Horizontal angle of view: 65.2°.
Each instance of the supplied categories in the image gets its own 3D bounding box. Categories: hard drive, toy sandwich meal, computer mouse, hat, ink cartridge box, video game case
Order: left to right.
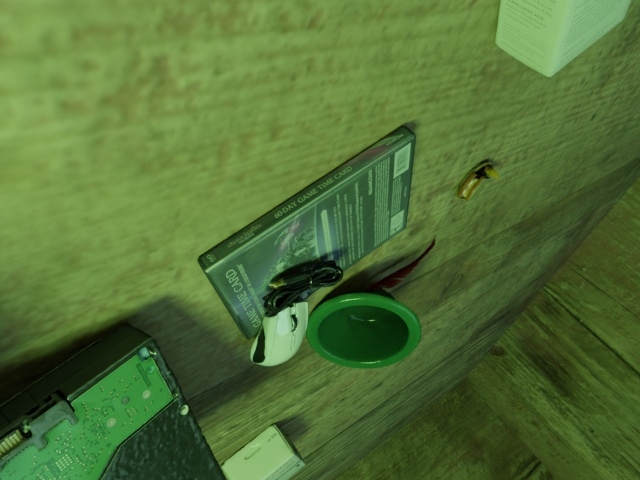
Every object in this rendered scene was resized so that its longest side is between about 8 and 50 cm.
[{"bbox_3d":[-0.211,0.283,0.495,0.237,0.064,0.339,-39,126,-36],"label":"hard drive"},{"bbox_3d":[-0.120,0.499,1.115,0.140,0.082,0.190,-35,154,-13],"label":"ink cartridge box"},{"bbox_3d":[-0.039,0.109,0.643,0.106,0.042,0.193,-21,146,-37],"label":"computer mouse"},{"bbox_3d":[0.000,0.000,0.608,0.274,0.026,0.196,-33,152,-14],"label":"video game case"},{"bbox_3d":[0.084,0.096,0.859,0.209,0.183,0.173,10,128,-5],"label":"hat"},{"bbox_3d":[0.253,-0.090,0.801,0.086,0.029,0.085,-31,151,-20],"label":"toy sandwich meal"}]

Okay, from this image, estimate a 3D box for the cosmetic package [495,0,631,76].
[{"bbox_3d":[0.237,-0.277,0.453,0.117,0.085,0.231,-38,151,-8],"label":"cosmetic package"}]
